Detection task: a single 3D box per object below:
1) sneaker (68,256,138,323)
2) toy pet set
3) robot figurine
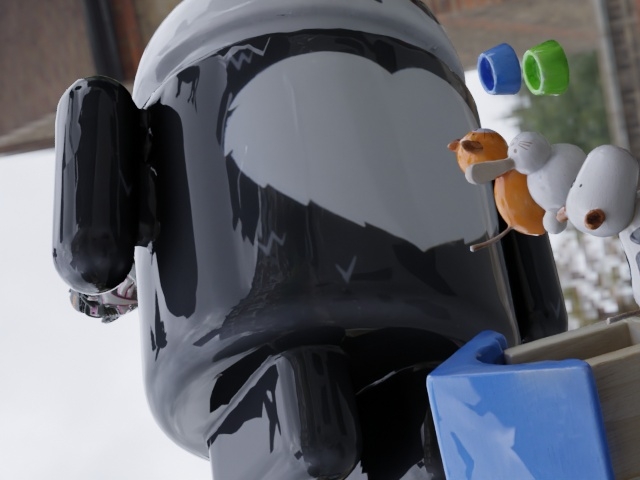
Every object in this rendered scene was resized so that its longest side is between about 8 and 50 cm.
[{"bbox_3d":[-0.201,0.037,1.475,0.072,0.077,0.178,50,176,27],"label":"sneaker"},{"bbox_3d":[0.050,0.010,0.404,0.122,0.065,0.114,-164,61,-73],"label":"toy pet set"},{"bbox_3d":[-0.001,-0.001,0.737,0.209,0.173,0.278,46,-149,-51],"label":"robot figurine"}]
